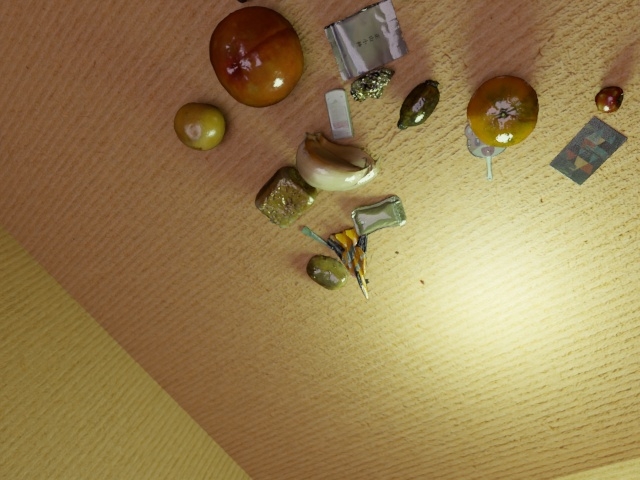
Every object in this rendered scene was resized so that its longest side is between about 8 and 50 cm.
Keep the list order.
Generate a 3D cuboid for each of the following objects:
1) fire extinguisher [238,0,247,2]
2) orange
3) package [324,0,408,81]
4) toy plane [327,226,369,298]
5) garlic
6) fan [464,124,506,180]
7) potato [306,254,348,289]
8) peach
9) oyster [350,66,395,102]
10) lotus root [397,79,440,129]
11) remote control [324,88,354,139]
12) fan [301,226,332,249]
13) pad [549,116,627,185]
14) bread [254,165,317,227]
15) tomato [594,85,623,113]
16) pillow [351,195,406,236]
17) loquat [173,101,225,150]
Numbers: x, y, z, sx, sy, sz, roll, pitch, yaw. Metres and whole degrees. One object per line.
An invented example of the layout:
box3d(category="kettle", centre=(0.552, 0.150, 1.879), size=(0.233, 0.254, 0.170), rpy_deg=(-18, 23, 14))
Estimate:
box3d(category="fire extinguisher", centre=(-0.208, -0.957, 1.627), size=(0.269, 0.105, 0.104), rpy_deg=(-29, 104, 27))
box3d(category="orange", centre=(0.618, -0.432, 1.571), size=(0.240, 0.171, 0.240), rpy_deg=(6, 115, 13))
box3d(category="package", centre=(0.161, -0.713, 1.657), size=(0.251, 0.062, 0.203), rpy_deg=(-19, 109, 12))
box3d(category="toy plane", centre=(0.161, 0.097, 2.016), size=(0.204, 0.103, 0.316), rpy_deg=(-20, 92, 27))
box3d(category="garlic", centre=(0.055, -0.292, 1.794), size=(0.313, 0.286, 0.249), rpy_deg=(32, 86, 4))
box3d(category="fan", centre=(0.621, -0.331, 1.718), size=(0.153, 0.008, 0.226), rpy_deg=(-5, 113, 20))
box3d(category="potato", centre=(0.027, 0.155, 2.122), size=(0.201, 0.081, 0.164), rpy_deg=(27, 120, 1))
box3d(category="peach", centre=(-0.231, -0.651, 1.671), size=(0.343, 0.301, 0.342), rpy_deg=(7, 116, 15))
box3d(category="oyster", centre=(0.194, -0.568, 1.698), size=(0.177, 0.056, 0.105), rpy_deg=(-23, 137, 18))
box3d(category="lotus root", centre=(0.351, -0.481, 1.669), size=(0.120, 0.120, 0.209), rpy_deg=(36, 119, -2))
box3d(category="remote control", centre=(0.073, -0.492, 1.808), size=(0.088, 0.029, 0.189), rpy_deg=(-5, 114, 20))
box3d(category="fan", centre=(0.000, 0.000, 2.089), size=(0.193, 0.016, 0.038), rpy_deg=(34, 124, 1))
box3d(category="pad", centre=(0.935, -0.309, 1.628), size=(0.143, 0.003, 0.211), rpy_deg=(34, 121, 0))
box3d(category="bread", centre=(-0.148, -0.188, 1.952), size=(0.195, 0.176, 0.246), rpy_deg=(40, 119, -18))
box3d(category="tomato", centre=(0.937, -0.458, 1.511), size=(0.075, 0.087, 0.087), rpy_deg=(20, 128, 50))
box3d(category="pillow", centre=(0.241, -0.101, 1.929), size=(0.218, 0.033, 0.130), rpy_deg=(-16, 102, 11))
box3d(category="loquat", centre=(-0.493, -0.471, 1.911), size=(0.208, 0.208, 0.208), rpy_deg=(8, 118, 15))
